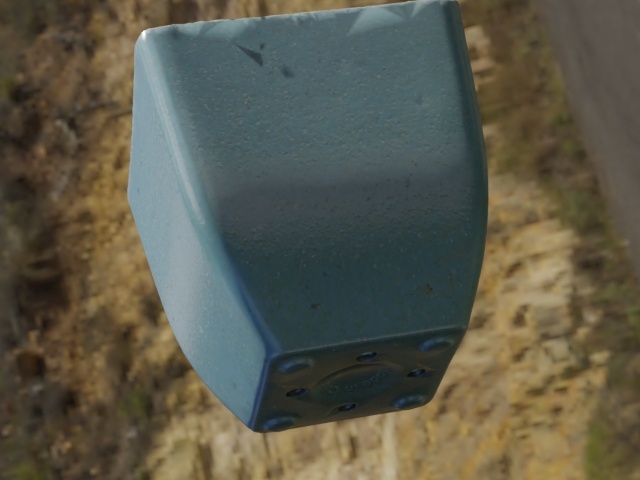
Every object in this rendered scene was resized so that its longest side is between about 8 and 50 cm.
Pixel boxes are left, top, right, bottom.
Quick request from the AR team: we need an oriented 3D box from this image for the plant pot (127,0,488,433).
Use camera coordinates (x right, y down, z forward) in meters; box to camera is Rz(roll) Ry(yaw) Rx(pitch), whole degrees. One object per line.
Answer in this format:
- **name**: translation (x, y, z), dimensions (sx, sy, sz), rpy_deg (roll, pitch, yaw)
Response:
- **plant pot**: translation (0.000, 0.000, 1.144), dimensions (0.248, 0.247, 0.252), rpy_deg (106, 153, -60)
